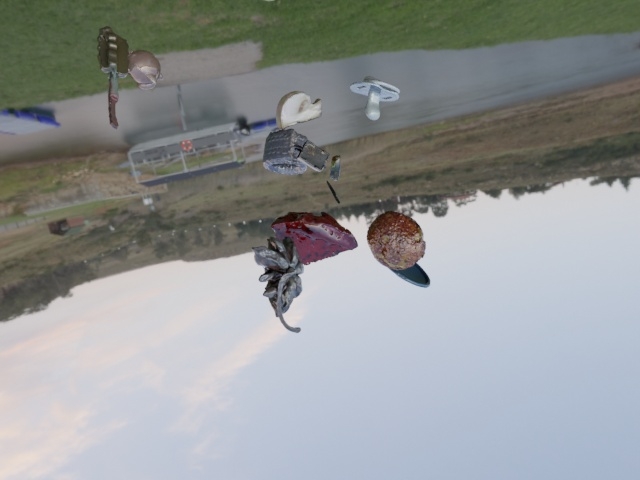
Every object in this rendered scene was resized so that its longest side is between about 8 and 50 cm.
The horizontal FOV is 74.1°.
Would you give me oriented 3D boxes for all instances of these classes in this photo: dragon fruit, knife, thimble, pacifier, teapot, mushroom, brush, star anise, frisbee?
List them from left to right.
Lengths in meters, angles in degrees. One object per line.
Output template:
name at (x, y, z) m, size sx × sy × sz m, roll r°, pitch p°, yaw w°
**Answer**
brush at (-0.577, -0.447, 1.177) m, size 0.071 × 0.301 × 0.084 m, roll -11°, pitch 165°, yaw 15°
thimble at (-0.163, -0.419, 2.013) m, size 0.205 × 0.172 × 0.236 m, roll 8°, pitch 175°, yaw -25°
star anise at (-0.122, 0.130, 1.524) m, size 0.139 × 0.359 × 0.316 m, roll -3°, pitch -125°, yaw 30°
mushroom at (-0.128, -0.670, 2.074) m, size 0.236 × 0.162 × 0.173 m, roll -23°, pitch -135°, yaw -17°
teapot at (-0.042, -0.357, 1.812) m, size 0.177 × 0.087 × 0.096 m, roll 29°, pitch 173°, yaw -22°
dragon fruit at (0.000, 0.000, 1.744) m, size 0.330 × 0.240 × 0.302 m, roll 8°, pitch -165°, yaw 17°
knife at (0.072, -0.272, 2.380) m, size 0.023 × 0.170 × 0.010 m, roll -16°, pitch 155°, yaw -27°
pacifier at (0.285, -0.740, 2.228) m, size 0.279 × 0.207 × 0.227 m, roll 9°, pitch -173°, yaw -33°
frisbee at (0.362, 0.123, 1.895) m, size 0.289 × 0.049 × 0.289 m, roll 28°, pitch -158°, yaw -12°

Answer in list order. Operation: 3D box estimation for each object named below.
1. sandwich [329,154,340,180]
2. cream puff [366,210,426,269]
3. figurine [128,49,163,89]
sandwich at (0.039, -0.200, 1.167) m, size 0.026 × 0.069 × 0.101 m, roll 3°, pitch -170°, yaw -2°
cream puff at (0.282, 0.009, 1.615) m, size 0.240 × 0.240 × 0.164 m, roll -6°, pitch -153°, yaw 32°
figurine at (-0.633, -0.614, 1.515) m, size 0.125 × 0.138 × 0.125 m, roll -37°, pitch -152°, yaw 24°
